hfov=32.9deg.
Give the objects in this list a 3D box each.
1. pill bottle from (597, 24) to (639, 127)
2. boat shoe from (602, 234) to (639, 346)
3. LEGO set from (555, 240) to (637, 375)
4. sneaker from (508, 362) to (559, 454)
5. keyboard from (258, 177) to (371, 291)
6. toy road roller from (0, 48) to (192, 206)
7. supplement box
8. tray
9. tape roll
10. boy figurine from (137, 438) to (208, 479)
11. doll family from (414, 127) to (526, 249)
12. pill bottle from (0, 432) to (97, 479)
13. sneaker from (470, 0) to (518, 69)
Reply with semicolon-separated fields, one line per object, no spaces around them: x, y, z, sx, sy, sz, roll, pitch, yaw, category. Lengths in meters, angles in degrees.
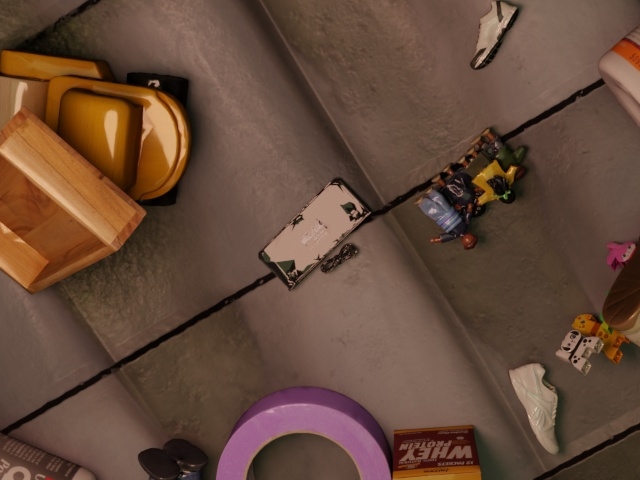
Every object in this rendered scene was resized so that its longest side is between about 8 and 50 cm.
0.599;-0.288;1.476;0.392;0.224;0.224;-41;95;11;pill bottle
0.519;0.017;1.554;0.098;0.109;0.302;35;81;-19;boat shoe
0.424;0.106;1.632;0.087;0.093;0.227;46;71;-38;LEGO set
0.345;0.261;1.683;0.061;0.054;0.152;-23;97;5;sneaker
0.000;0.000;1.679;0.180;0.023;0.108;-44;88;11;keyboard
-0.349;-0.156;1.564;0.329;0.240;0.203;8;101;3;toy road roller
0.182;0.408;1.652;0.129;0.191;0.194;-5;101;5;supplement box
-0.406;-0.042;1.513;0.203;0.411;0.076;43;62;-16;tray
-0.023;0.375;1.715;0.274;0.090;0.275;1;100;4;tape roll
-0.231;0.459;1.727;0.092;0.177;0.285;28;124;39;boy figurine
0.232;-0.071;1.625;0.193;0.076;0.111;-43;99;15;doll family
-0.461;0.419;1.712;0.318;0.176;0.176;23;101;0;pill bottle
0.248;-0.303;1.599;0.043;0.040;0.109;32;98;15;sneaker
